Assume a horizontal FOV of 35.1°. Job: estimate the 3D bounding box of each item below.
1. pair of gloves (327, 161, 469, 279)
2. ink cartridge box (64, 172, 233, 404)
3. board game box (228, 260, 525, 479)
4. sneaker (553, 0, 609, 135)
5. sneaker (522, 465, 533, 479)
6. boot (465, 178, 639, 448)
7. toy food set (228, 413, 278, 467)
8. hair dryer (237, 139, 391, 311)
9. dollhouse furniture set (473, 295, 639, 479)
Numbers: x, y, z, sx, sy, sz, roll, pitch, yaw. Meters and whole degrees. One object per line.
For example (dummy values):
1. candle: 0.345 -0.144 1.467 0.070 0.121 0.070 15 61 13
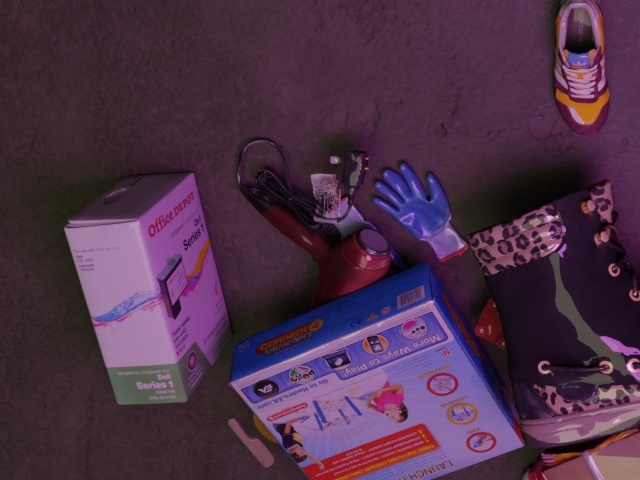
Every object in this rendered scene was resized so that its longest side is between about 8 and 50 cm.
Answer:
1. pair of gloves: 0.099 -0.012 1.412 0.198 0.023 0.159 -32 101 26
2. ink cartridge box: -0.236 0.063 1.447 0.117 0.201 0.278 -4 111 18
3. board game box: 0.083 0.215 1.415 0.308 0.086 0.302 -24 122 17
4. sneaker: 0.311 -0.208 1.222 0.070 0.084 0.185 -5 111 19
5. sneaker: 0.354 0.452 1.479 0.086 0.132 0.228 -27 103 26
6. boot: 0.377 0.064 1.207 0.378 0.138 0.284 -22 87 17
7. toy food set: -0.032 0.243 1.535 0.218 0.071 0.128 -31 118 21
8. hair dryer: 0.000 0.000 1.419 0.224 0.080 0.293 6 110 40
9. dollhouse furniture set: 0.350 0.195 1.381 0.201 0.152 0.374 -29 85 27
